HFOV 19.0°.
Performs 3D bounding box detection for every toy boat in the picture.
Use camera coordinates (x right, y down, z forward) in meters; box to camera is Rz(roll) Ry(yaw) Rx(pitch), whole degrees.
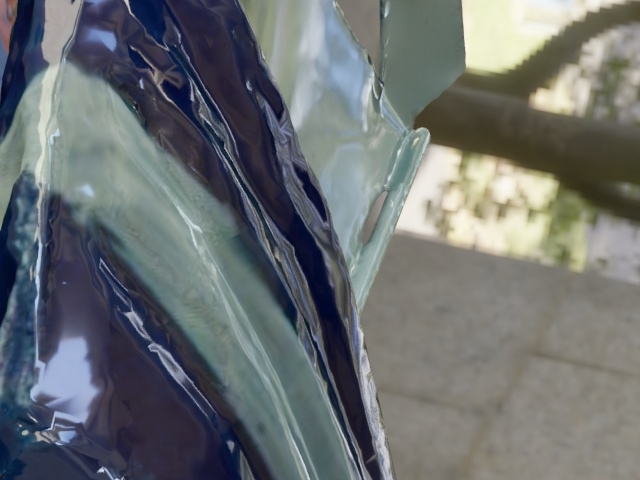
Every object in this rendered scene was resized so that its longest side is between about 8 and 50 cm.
[{"bbox_3d":[0.001,0.031,0.435,0.291,0.070,0.210,-21,108,-73],"label":"toy boat"}]

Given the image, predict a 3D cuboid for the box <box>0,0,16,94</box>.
[{"bbox_3d":[-0.208,0.129,0.468,0.349,0.256,0.319,-69,156,-49],"label":"box"}]
